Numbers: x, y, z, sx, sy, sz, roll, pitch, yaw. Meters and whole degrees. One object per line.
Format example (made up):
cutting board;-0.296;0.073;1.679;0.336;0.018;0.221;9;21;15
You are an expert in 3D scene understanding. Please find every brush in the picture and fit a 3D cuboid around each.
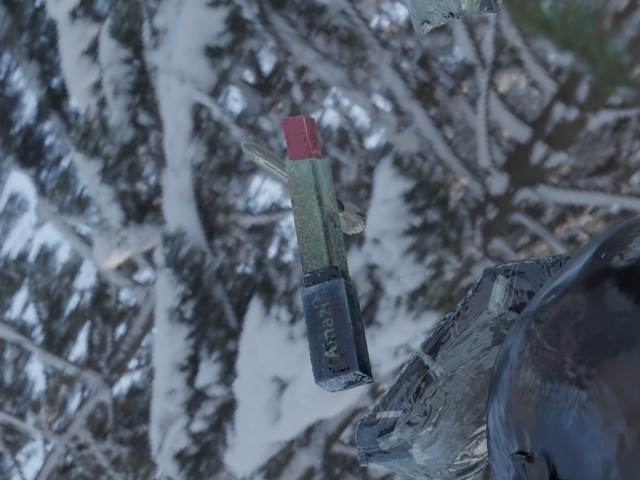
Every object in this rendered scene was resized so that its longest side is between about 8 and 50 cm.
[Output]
brush;-0.016;-0.067;1.699;0.042;0.039;0.299;44;-174;33

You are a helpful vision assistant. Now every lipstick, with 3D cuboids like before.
lipstick;0.000;0.000;1.392;0.051;0.051;0.312;37;-141;-60

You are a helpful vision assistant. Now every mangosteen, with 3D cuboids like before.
mangosteen;0.343;0.141;1.040;0.435;0.382;0.382;-18;-122;-19

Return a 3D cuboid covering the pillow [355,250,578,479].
pillow;0.174;0.141;1.423;0.161;0.335;0.092;28;-159;-24

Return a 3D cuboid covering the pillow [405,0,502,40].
pillow;0.120;-0.281;1.322;0.050;0.148;0.229;-2;-177;-13
